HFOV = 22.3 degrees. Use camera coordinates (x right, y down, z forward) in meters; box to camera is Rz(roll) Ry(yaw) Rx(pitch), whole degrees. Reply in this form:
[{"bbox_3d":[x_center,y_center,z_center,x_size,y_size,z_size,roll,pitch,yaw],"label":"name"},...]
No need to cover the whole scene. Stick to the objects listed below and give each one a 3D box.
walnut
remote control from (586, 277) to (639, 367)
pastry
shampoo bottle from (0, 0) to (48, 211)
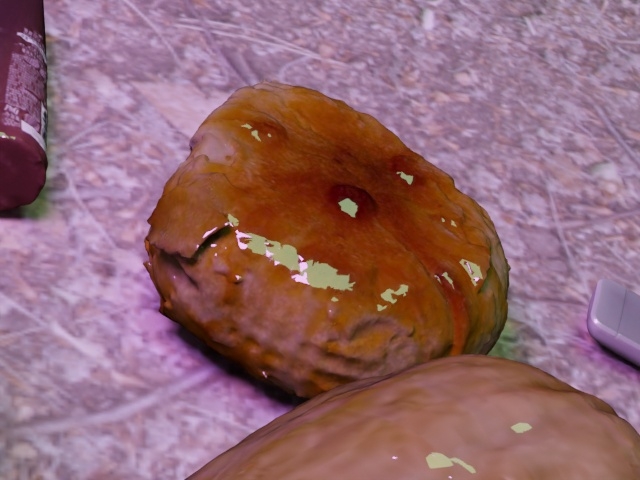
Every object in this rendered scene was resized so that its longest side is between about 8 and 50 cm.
[{"bbox_3d":[0.029,0.175,0.645,0.283,0.283,0.227,-30,106,-45],"label":"walnut"},{"bbox_3d":[0.246,0.084,1.011,0.184,0.027,0.050,28,41,-3],"label":"remote control"},{"bbox_3d":[0.000,0.000,0.921,0.229,0.100,0.218,-10,50,-36],"label":"pastry"},{"bbox_3d":[-0.198,-0.118,0.976,0.067,0.068,0.236,7,42,-17],"label":"shampoo bottle"}]
